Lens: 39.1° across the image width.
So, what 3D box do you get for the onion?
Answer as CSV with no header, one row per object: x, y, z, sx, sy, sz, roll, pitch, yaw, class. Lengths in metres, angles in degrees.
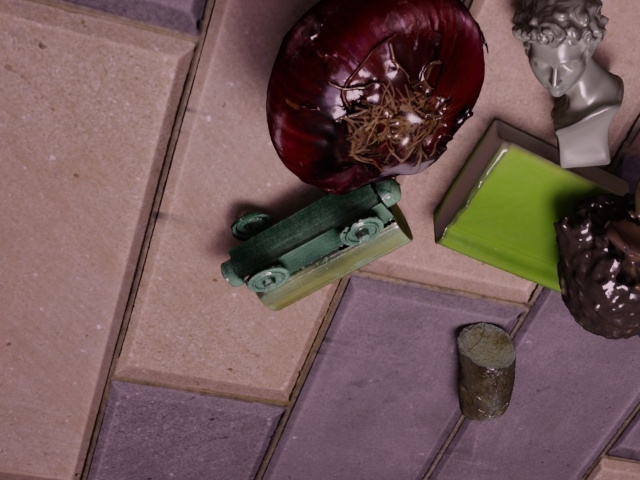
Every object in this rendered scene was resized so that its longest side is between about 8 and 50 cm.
0.067,-0.208,1.169,0.314,0.232,0.314,-21,143,-17,onion

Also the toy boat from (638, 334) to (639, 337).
0.697,0.121,1.543,0.299,0.092,0.134,-38,105,22,toy boat

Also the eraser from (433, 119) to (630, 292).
0.329,-0.042,1.395,0.274,0.092,0.210,19,123,-21,eraser

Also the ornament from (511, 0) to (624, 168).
0.351,-0.228,1.241,0.120,0.130,0.285,-18,135,18,ornament

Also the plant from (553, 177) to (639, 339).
0.439,0.020,1.287,0.178,0.204,0.234,-15,139,-10,plant

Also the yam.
0.294,0.242,1.603,0.107,0.107,0.183,-6,130,-1,yam

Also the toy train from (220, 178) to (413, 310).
-0.002,-0.006,1.387,0.307,0.126,0.189,-29,157,15,toy train
